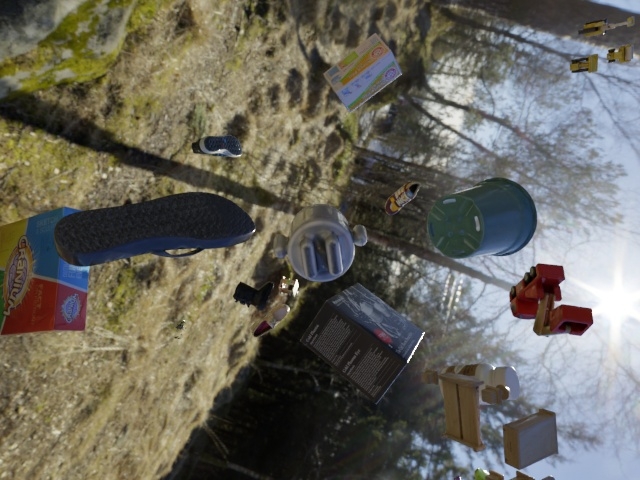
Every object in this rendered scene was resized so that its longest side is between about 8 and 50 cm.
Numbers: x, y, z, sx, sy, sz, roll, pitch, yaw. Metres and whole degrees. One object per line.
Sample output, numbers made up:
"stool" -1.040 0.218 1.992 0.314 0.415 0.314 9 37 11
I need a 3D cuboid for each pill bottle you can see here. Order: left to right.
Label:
"pill bottle" 0.528 0.478 1.423 0.229 0.131 0.131 -22 -146 43

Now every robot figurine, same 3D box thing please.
"robot figurine" 0.000 0.000 1.347 0.353 0.300 0.199 -97 -177 -71

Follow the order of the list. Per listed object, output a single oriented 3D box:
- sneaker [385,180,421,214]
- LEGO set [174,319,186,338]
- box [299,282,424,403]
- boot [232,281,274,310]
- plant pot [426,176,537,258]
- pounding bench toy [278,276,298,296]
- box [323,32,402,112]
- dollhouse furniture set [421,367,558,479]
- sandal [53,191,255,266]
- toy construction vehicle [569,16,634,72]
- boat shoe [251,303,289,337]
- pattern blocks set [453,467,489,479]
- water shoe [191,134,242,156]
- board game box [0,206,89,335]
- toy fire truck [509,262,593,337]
"sneaker" 0.346 -0.183 1.798 0.185 0.069 0.084 -50 -167 -12
"LEGO set" -0.565 0.354 1.714 0.023 0.054 0.083 56 23 -50
"box" 0.156 0.330 1.470 0.179 0.313 0.343 -59 164 16
"boot" -0.198 0.149 1.265 0.121 0.099 0.045 -70 -175 -53
"plant pot" 0.631 -0.074 1.729 0.334 0.341 0.341 -12 126 -40
"pounding bench toy" -0.124 0.185 1.643 0.083 0.065 0.052 82 22 -55
"box" 0.131 -0.520 1.332 0.203 0.114 0.103 -35 146 13
"dollhouse furniture set" 0.498 0.562 1.292 0.356 0.174 0.303 -7 -94 61
"sandal" -0.217 -0.013 0.588 0.097 0.255 0.054 62 -36 32
"toy construction vehicle" 0.490 -0.341 0.751 0.035 0.098 0.085 -28 118 -34
"boat shoe" -0.184 0.303 1.584 0.170 0.063 0.059 -39 -160 6
"pattern blocks set" 0.478 0.745 1.133 0.026 0.325 0.285 -50 -169 19
"water shoe" -0.348 -0.318 1.443 0.203 0.080 0.072 -9 94 -63
"board game box" -0.612 0.077 0.894 0.064 0.317 0.242 21 62 -60
"toy fire truck" 0.387 0.115 0.739 0.192 0.047 0.135 91 7 -60
